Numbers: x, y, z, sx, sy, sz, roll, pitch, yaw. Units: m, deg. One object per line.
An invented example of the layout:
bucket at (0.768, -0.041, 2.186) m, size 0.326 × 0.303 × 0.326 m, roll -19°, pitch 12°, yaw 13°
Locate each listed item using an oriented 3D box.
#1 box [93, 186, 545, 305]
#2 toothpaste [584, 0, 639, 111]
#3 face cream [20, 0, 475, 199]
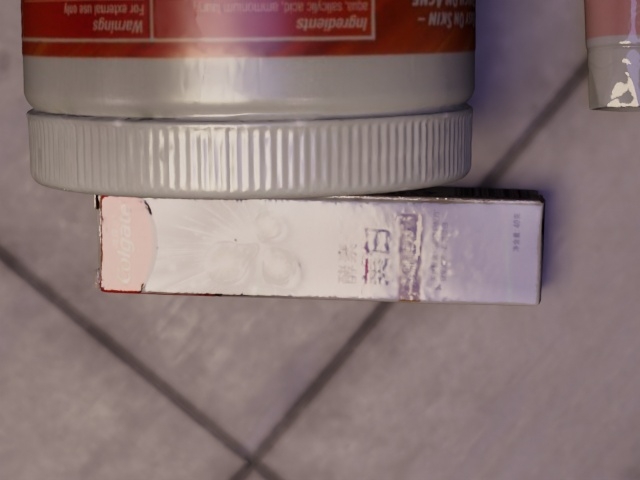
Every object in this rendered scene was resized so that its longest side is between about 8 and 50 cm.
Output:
box at (0.000, 0.000, 0.931) m, size 0.218 × 0.039 × 0.055 m, roll 1°, pitch 98°, yaw 4°
toothpaste at (0.149, -0.160, 0.906) m, size 0.067 × 0.043 × 0.194 m, roll 2°, pitch 91°, yaw 6°
face cream at (-0.032, -0.120, 0.839) m, size 0.201 × 0.201 × 0.187 m, roll 0°, pitch 97°, yaw 4°
